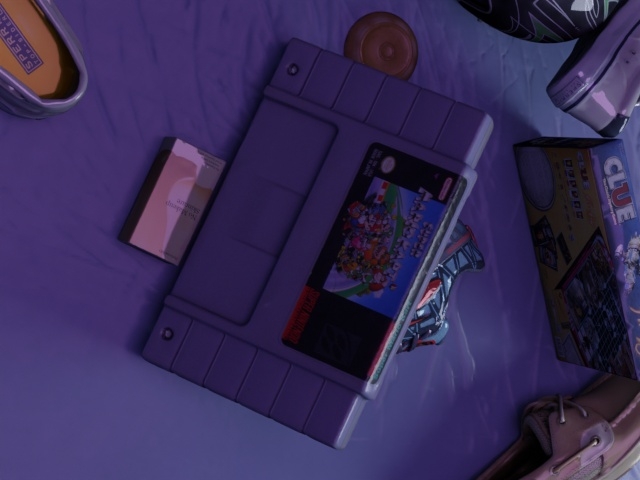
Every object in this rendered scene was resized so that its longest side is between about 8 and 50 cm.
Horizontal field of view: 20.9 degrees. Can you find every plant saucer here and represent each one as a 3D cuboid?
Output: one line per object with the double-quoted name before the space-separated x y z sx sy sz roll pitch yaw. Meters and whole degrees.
"plant saucer" 0.065 -0.194 1.789 0.083 0.015 0.083 -2 95 -22

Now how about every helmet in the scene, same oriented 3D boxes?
"helmet" 0.228 -0.279 1.767 0.169 0.161 0.169 -2 94 -21

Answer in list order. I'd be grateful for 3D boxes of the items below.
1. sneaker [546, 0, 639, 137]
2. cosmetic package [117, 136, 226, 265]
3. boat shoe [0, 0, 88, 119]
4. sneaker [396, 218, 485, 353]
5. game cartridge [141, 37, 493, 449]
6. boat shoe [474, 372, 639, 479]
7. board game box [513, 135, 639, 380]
"sneaker" 0.316 -0.186 1.805 0.091 0.094 0.258 47 47 -6
"cosmetic package" -0.146 -0.039 1.704 0.060 0.041 0.115 25 85 -21
"boat shoe" -0.337 -0.255 1.552 0.136 0.156 0.367 -41 107 -14
"sneaker" 0.075 0.082 1.767 0.125 0.104 0.262 43 80 -22
"game cartridge" 0.000 0.000 1.689 0.230 0.068 0.355 22 84 22
"boat shoe" 0.261 0.215 1.848 0.302 0.109 0.098 -45 109 -7
"board game box" 0.279 0.015 1.807 0.042 0.165 0.243 -16 100 -20
